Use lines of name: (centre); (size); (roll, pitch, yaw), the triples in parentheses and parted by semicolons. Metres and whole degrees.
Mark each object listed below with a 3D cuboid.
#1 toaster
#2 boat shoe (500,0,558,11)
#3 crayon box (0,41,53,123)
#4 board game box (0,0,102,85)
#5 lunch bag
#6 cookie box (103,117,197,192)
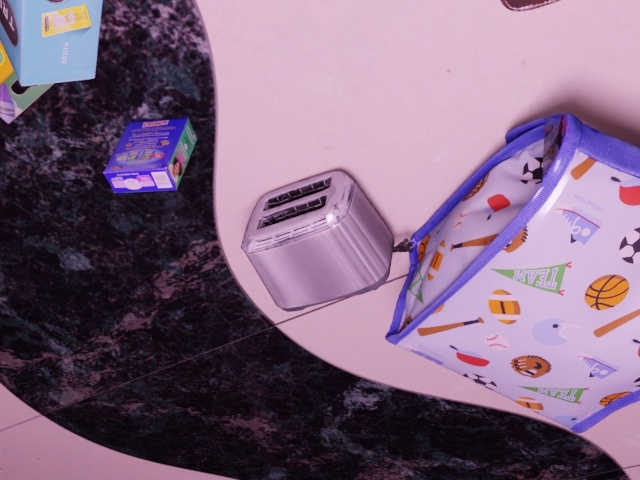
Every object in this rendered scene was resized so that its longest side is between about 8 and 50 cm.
toaster: (0.000, 0.000, 1.086); (0.227, 0.129, 0.146); (-16, 127, 27)
boat shoe: (0.269, -0.290, 0.777); (0.207, 0.073, 0.073); (-28, 129, 35)
crayon box: (-0.476, -0.271, 0.939); (0.203, 0.083, 0.323); (-28, 124, 33)
board game box: (-0.266, -0.350, 0.689); (0.079, 0.253, 0.336); (-15, 150, -31)
lunch bag: (0.323, 0.032, 0.980); (0.328, 0.238, 0.385); (24, 142, -10)
cookie box: (-0.223, -0.114, 1.029); (0.092, 0.107, 0.040); (-2, 136, 14)
